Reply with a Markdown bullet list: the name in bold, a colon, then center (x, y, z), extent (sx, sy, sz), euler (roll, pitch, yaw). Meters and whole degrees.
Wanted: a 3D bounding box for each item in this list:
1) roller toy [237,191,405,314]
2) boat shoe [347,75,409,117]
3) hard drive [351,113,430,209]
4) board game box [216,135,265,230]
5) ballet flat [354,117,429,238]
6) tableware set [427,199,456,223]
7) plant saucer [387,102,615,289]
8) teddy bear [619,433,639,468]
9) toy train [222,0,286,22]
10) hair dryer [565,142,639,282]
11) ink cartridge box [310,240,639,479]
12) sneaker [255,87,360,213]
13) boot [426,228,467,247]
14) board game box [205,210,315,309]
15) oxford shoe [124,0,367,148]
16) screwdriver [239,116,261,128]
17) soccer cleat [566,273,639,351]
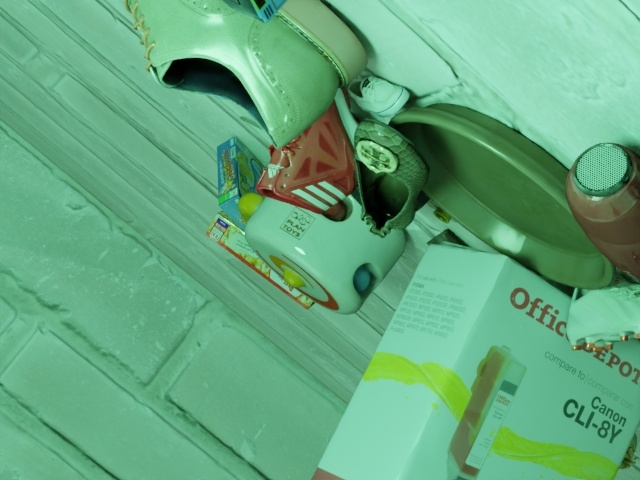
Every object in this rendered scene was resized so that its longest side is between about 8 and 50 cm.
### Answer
- **roller toy**: center (0.000, 0.000, 1.979), extent (0.209, 0.146, 0.191), euler (43, 166, -20)
- **boat shoe**: center (0.056, -0.152, 1.529), extent (0.035, 0.035, 0.100), euler (40, 175, -23)
- **hard drive**: center (0.056, -0.078, 1.726), extent (0.135, 0.022, 0.094), euler (47, 149, -4)
- **board game box**: center (-0.074, -0.039, 2.134), extent (0.201, 0.035, 0.136), euler (46, -156, -36)
- **ballet flat**: center (0.067, -0.059, 1.585), extent (0.084, 0.058, 0.250), euler (35, 167, 12)
- **tableware set**: center (0.096, -0.068, 1.746), extent (0.154, 0.024, 0.104), euler (35, 167, 14)
- **plant saucer**: center (0.189, -0.049, 1.515), extent (0.278, 0.041, 0.278), euler (36, 167, 9)
- **teddy bear**: center (0.283, 0.205, 2.020), extent (0.338, 0.113, 0.245), euler (33, 165, 20)
- **toy train**: center (-0.062, -0.270, 1.251), extent (0.080, 0.105, 0.184), euler (31, 167, 27)
- **hair dryer**: center (0.307, -0.004, 1.245), extent (0.223, 0.080, 0.293), euler (38, 168, -2)
- **ink cartridge box**: center (0.179, 0.231, 1.670), extent (0.279, 0.384, 0.160), euler (31, 170, -28)
- **sneaker**: center (-0.032, -0.121, 1.611), extent (0.221, 0.128, 0.087), euler (54, 158, -22)
- **boot**: center (0.179, 0.036, 1.859), extent (0.114, 0.037, 0.106), euler (34, 155, 3)
- **board game box**: center (-0.060, 0.011, 2.254), extent (0.193, 0.045, 0.147), euler (37, -154, 9)
- **oxford shoe**: center (-0.149, -0.242, 1.504), extent (0.397, 0.146, 0.140), euler (34, 168, 18)
- **screwdriver**: center (-0.057, -0.141, 1.949), extent (0.170, 0.025, 0.024), euler (37, 172, 49)
- **soccer cleat**: center (0.320, 0.069, 1.532), extent (0.068, 0.076, 0.196), euler (6, 168, -29)
